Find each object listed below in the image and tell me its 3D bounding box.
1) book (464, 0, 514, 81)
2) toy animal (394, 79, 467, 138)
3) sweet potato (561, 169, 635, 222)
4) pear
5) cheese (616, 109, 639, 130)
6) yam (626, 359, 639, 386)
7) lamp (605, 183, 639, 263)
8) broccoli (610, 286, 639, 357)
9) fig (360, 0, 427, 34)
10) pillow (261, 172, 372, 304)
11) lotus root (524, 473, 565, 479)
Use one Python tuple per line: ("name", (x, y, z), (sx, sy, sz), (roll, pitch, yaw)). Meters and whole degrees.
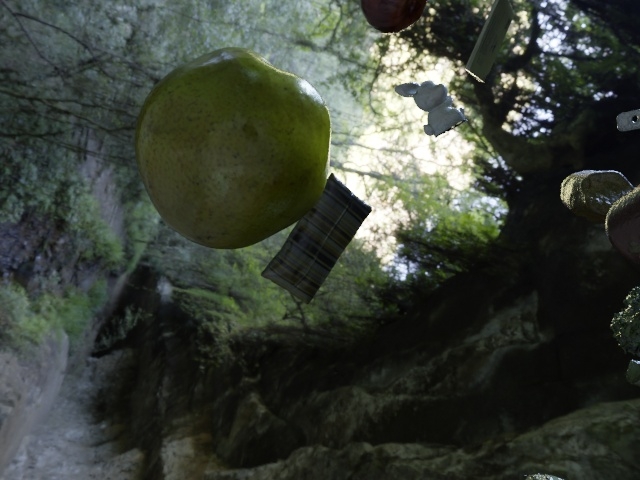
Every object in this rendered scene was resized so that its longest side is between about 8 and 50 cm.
("book", (0.385, -0.451, 1.091), (0.192, 0.013, 0.167), (-17, 132, -61))
("toy animal", (0.207, -0.255, 0.905), (0.085, 0.124, 0.071), (-30, -170, 4))
("sweet potato", (0.790, -0.131, 1.409), (0.370, 0.158, 0.157), (-38, 148, -77))
("pear", (-0.085, -0.091, 0.494), (0.198, 0.198, 0.198), (-163, -90, -77))
("cheese", (0.655, -0.232, 0.855), (0.252, 0.054, 0.127), (-2, -78, 59))
("yam", (0.821, 0.332, 1.142), (0.068, 0.170, 0.068), (19, 90, -84))
("lamp", (0.698, -0.039, 0.980), (0.258, 0.180, 0.180), (95, 6, -68))
("broccoli", (0.754, 0.209, 0.983), (0.288, 0.260, 0.235), (-42, 176, -46))
("fig", (0.115, -0.433, 0.856), (0.128, 0.151, 0.128), (11, 90, -84))
("pillow", (0.000, 0.000, 0.802), (0.203, 0.113, 0.038), (-56, -146, -4))
("lotus root", (0.635, 0.690, 1.333), (0.143, 0.144, 0.070), (-16, 118, -55))
